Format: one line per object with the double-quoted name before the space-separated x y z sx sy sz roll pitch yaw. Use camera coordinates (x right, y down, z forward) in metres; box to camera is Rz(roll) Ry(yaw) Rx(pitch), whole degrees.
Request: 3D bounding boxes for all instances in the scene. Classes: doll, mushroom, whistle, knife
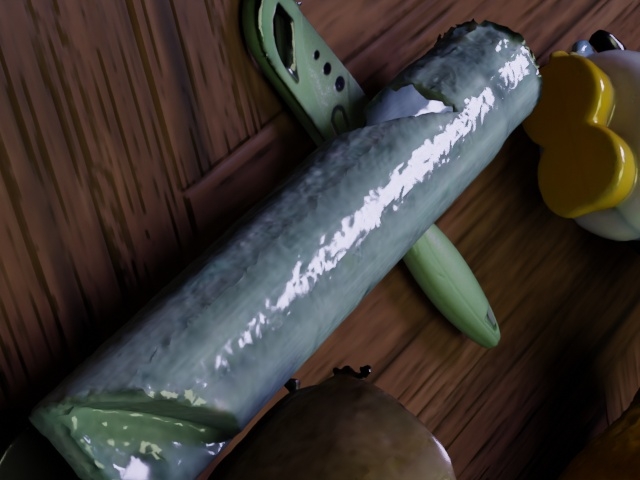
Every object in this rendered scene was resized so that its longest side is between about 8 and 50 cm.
"doll" 0.240 -0.037 0.934 0.314 0.141 0.177 12 58 -44
"mushroom" -0.021 0.177 0.605 0.151 0.156 0.285 -36 150 -25
"whistle" 0.000 0.000 0.623 0.312 0.062 0.062 -45 133 -42
"knife" 0.034 -0.026 0.738 0.293 0.020 0.043 50 59 -47

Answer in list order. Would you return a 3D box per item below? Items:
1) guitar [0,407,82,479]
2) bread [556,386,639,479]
"guitar" -0.136 0.171 0.539 0.088 0.025 0.233 48 59 -46
"bread" 0.279 0.228 0.883 0.204 0.337 0.358 -30 144 -34
